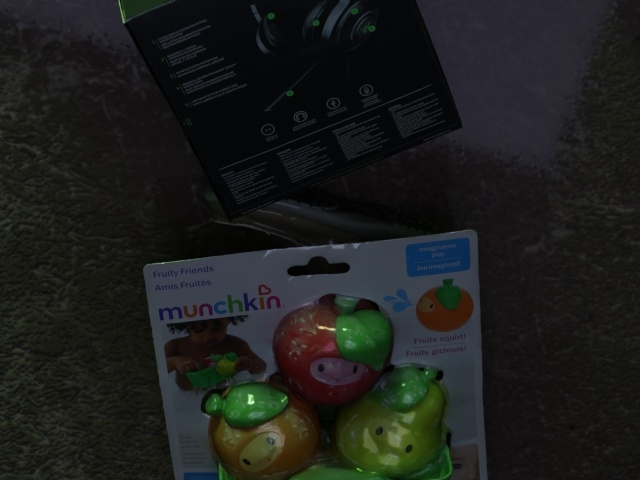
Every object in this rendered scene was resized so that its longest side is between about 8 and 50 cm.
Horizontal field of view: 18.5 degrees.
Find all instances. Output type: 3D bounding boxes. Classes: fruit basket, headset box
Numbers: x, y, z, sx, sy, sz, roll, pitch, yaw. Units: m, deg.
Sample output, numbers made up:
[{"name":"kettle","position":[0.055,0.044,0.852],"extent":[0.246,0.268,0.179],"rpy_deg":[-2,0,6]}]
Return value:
[{"name":"fruit basket","position":[0.005,0.159,1.953],"extent":[0.327,0.165,0.353],"rpy_deg":[-5,128,-2]},{"name":"headset box","position":[-0.034,-0.194,1.809],"extent":[0.246,0.131,0.283],"rpy_deg":[-23,132,6]}]

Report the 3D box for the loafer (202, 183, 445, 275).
[{"name":"loafer","position":[0.000,0.000,1.953],"extent":[0.251,0.094,0.087],"rpy_deg":[15,104,-9]}]
